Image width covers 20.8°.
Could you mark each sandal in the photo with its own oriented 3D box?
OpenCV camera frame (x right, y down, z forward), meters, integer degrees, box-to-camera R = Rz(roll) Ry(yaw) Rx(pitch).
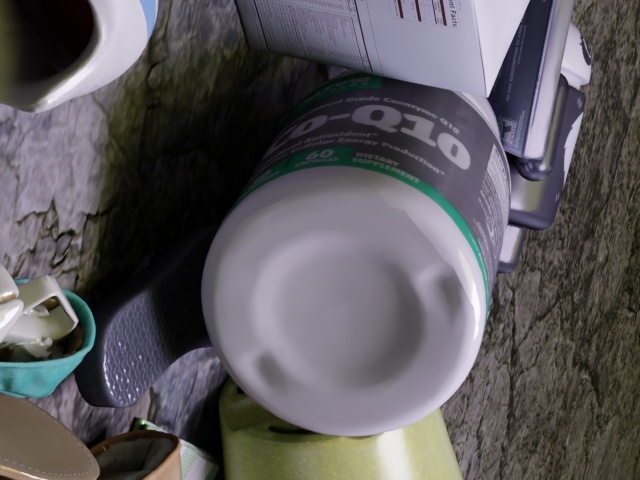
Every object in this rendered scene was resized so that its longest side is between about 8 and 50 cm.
[{"bbox_3d":[-0.118,0.047,1.292,0.254,0.054,0.097,-28,116,-61],"label":"sandal"},{"bbox_3d":[-0.232,0.135,1.044,0.079,0.088,0.240,-46,154,9],"label":"sandal"}]

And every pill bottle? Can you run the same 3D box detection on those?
[{"bbox_3d":[0.042,-0.016,1.355,0.361,0.204,0.204,-67,163,-66],"label":"pill bottle"}]

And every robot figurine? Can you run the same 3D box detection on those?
[{"bbox_3d":[0.180,-0.110,1.788,0.173,0.209,0.278,15,89,-57],"label":"robot figurine"}]

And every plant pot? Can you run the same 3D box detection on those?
[{"bbox_3d":[0.023,0.228,1.521,0.276,0.276,0.254,-49,136,-51],"label":"plant pot"}]

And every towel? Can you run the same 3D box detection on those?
[{"bbox_3d":[-0.130,0.211,1.400,0.152,0.023,0.113,48,57,-66],"label":"towel"}]

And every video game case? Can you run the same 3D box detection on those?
[{"bbox_3d":[0.142,-0.196,1.579,0.026,0.274,0.196,4,103,-26],"label":"video game case"}]

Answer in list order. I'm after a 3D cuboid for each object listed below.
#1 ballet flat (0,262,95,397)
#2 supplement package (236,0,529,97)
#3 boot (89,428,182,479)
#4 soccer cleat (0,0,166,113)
[{"bbox_3d":[-0.200,0.046,1.009,0.087,0.083,0.247,-44,166,8],"label":"ballet flat"},{"bbox_3d":[0.060,-0.244,1.346,0.149,0.203,0.194,74,36,-53],"label":"supplement package"},{"bbox_3d":[-0.177,0.303,1.264,0.236,0.089,0.269,-39,134,-55],"label":"boot"},{"bbox_3d":[-0.143,-0.222,0.950,0.143,0.116,0.331,-50,148,-51],"label":"soccer cleat"}]
